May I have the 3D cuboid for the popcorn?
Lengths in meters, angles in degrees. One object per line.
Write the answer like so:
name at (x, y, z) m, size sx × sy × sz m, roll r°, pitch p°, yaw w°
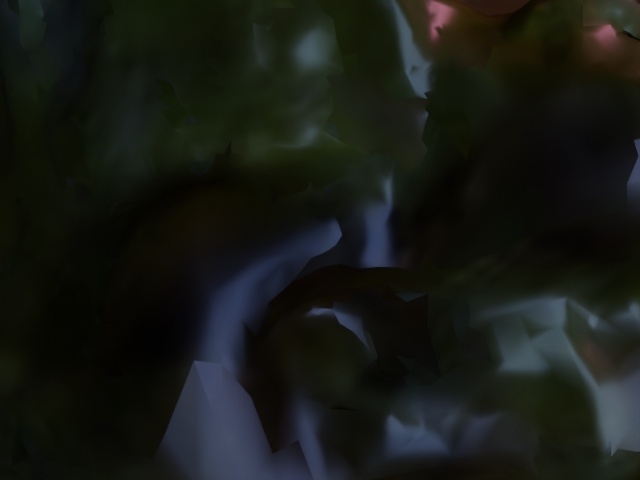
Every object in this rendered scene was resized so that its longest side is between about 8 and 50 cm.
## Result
popcorn at (0.008, -0.009, 0.564) m, size 0.312 × 0.312 × 0.312 m, roll -19°, pitch 125°, yaw -29°
